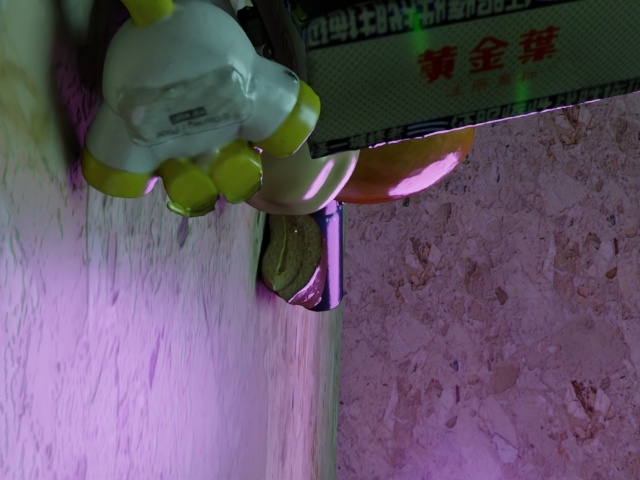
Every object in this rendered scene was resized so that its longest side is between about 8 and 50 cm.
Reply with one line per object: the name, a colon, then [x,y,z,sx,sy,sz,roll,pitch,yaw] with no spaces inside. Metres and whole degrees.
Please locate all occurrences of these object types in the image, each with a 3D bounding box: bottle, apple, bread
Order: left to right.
bread: [-0.026,0.020,1.003,0.192,0.067,0.119,47,45,-84]
bottle: [0.000,0.000,1.254,0.072,0.082,0.244,-81,171,-45]
apple: [0.059,-0.177,0.993,0.286,0.233,0.285,1,90,-84]

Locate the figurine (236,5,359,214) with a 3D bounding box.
figurine: [-0.029,-0.117,0.716,0.108,0.114,0.196,79,5,-67]

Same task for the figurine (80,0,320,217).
figurine: [-0.063,-0.091,0.424,0.178,0.109,0.129,-86,154,-71]

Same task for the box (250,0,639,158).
box: [0.049,-0.190,0.527,0.084,0.198,0.310,86,-12,-45]
